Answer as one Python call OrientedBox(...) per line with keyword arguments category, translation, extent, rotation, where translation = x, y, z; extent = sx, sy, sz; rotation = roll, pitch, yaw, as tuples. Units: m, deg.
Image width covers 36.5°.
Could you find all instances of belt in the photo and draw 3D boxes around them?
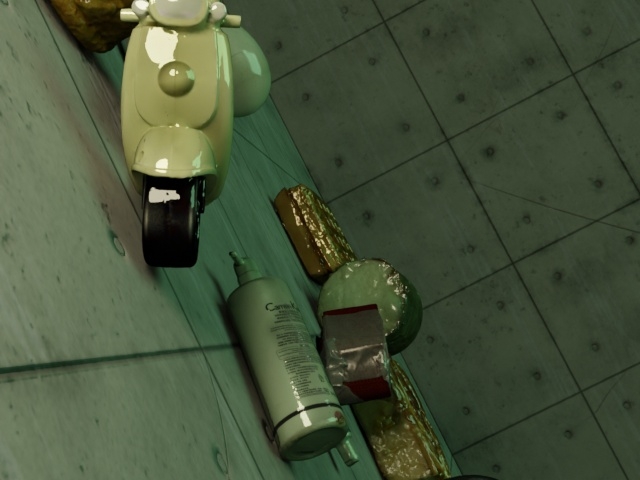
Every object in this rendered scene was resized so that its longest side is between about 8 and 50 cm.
OrientedBox(category="belt", translation=(0.050, 0.192, 1.631), extent=(0.201, 0.124, 0.128), rotation=(-98, 180, -61))

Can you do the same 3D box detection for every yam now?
OrientedBox(category="yam", translation=(0.108, 0.142, 2.013), extent=(0.195, 0.195, 0.300), rotation=(64, 6, 14))

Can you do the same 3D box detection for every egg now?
OrientedBox(category="egg", translation=(-0.182, -0.334, 1.849), extent=(0.209, 0.151, 0.151), rotation=(56, 6, -3))

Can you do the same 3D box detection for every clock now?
OrientedBox(category="clock", translation=(-0.152, -0.150, 1.067), extent=(0.379, 0.120, 0.277), rotation=(-107, -161, -71))

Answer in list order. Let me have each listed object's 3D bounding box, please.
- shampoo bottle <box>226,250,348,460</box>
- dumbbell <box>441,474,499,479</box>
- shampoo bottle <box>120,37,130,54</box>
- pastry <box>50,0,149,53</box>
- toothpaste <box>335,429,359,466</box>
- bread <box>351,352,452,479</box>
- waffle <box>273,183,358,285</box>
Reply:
OrientedBox(category="shampoo bottle", translation=(-0.051, 0.129, 1.160), extent=(0.262, 0.085, 0.085), rotation=(65, 6, 32))
OrientedBox(category="dumbbell", translation=(0.221, 0.499, 1.291), extent=(0.204, 0.203, 0.322), rotation=(56, 8, -49))
OrientedBox(category="shampoo bottle", translation=(-0.256, -0.268, 1.389), extent=(0.099, 0.043, 0.072), rotation=(64, 6, 22))
OrientedBox(category="pastry", translation=(-0.275, -0.320, 1.145), extent=(0.189, 0.103, 0.189), rotation=(61, 6, -10))
OrientedBox(category="toothpaste", translation=(-0.004, 0.226, 1.397), extent=(0.216, 0.037, 0.062), rotation=(60, 5, 19))
OrientedBox(category="bread", translation=(0.137, 0.334, 1.804), extent=(0.275, 0.114, 0.185), rotation=(63, 4, 24))
OrientedBox(category="waffle", translation=(0.000, 0.000, 2.236), extent=(0.224, 0.098, 0.327), rotation=(62, 4, 13))
